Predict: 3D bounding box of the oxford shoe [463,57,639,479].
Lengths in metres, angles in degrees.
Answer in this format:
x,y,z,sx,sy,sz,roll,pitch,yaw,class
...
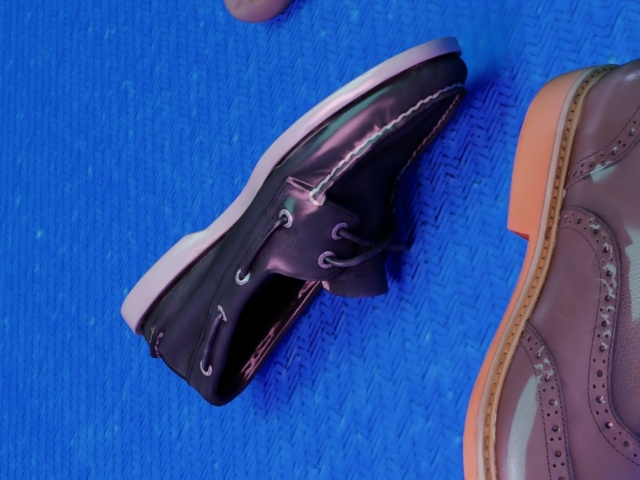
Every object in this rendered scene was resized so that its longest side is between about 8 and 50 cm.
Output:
x,y,z,sx,sy,sz,roll,pitch,yaw,class
0.164,0.067,0.916,0.133,0.130,0.363,-15,64,47,oxford shoe

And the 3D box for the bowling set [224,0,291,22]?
x,y,z,sx,sy,sz,roll,pitch,yaw,class
-0.087,-0.332,1.418,0.154,0.287,0.200,-46,13,49,bowling set

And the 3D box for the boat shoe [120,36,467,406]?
x,y,z,sx,sy,sz,roll,pitch,yaw,class
-0.003,0.001,1.216,0.340,0.127,0.113,-41,74,31,boat shoe
